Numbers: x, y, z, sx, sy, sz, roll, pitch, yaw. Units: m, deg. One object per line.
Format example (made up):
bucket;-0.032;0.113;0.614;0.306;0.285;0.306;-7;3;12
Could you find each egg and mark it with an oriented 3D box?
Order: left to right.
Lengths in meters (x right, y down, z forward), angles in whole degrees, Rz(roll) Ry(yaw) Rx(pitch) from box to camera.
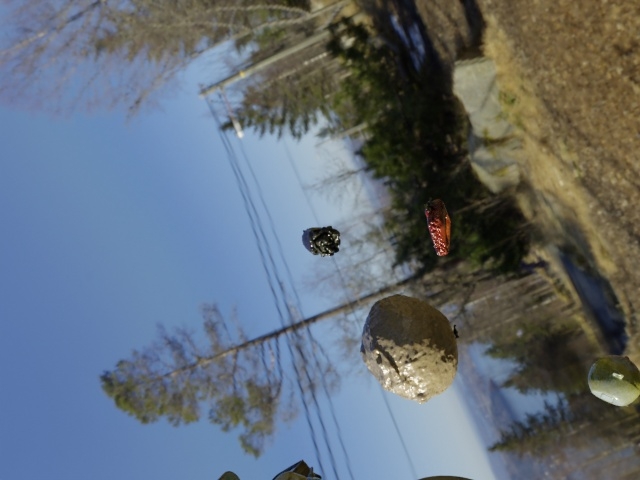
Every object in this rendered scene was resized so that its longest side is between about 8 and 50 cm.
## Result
egg;0.250;0.299;2.013;0.310;0.279;0.279;57;-178;15

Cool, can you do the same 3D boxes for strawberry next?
strawberry;0.304;-0.037;1.816;0.104;0.048;0.152;-42;-66;-61

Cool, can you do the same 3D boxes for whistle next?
whistle;0.706;0.339;1.716;0.223;0.122;0.123;56;-168;-62

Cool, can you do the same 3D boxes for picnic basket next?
picnic basket;-0.107;0.894;2.496;0.139;0.165;0.267;47;139;4

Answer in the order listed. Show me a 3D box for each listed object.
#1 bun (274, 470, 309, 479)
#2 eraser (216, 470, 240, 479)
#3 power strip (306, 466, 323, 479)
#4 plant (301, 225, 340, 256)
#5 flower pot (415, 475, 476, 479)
bun;-0.064;0.531;1.532;0.086;0.086;0.055;-108;9;-51
eraser;-0.347;0.810;2.135;0.081;0.227;0.174;43;-164;-1
power strip;-0.023;0.746;1.986;0.054;0.168;0.253;19;-153;-17
plant;0.000;0.000;2.091;0.143;0.094;0.092;9;98;60
flower pot;0.211;0.539;1.164;0.307;0.307;0.244;-90;8;-78
